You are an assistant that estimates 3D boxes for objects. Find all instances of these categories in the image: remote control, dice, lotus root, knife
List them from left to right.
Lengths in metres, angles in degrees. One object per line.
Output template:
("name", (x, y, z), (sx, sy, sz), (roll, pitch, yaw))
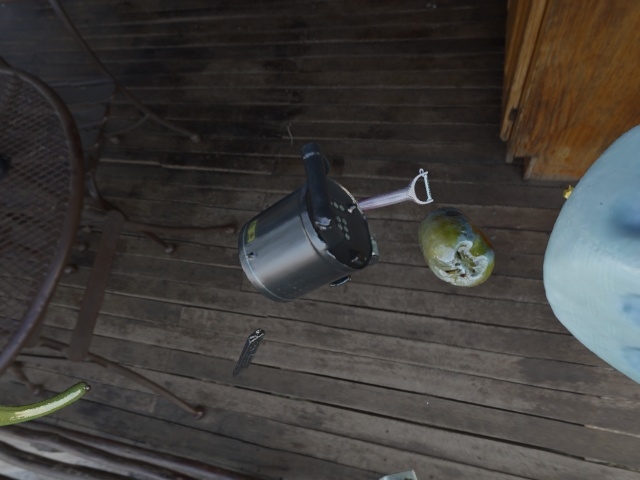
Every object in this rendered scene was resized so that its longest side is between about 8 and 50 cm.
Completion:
("remote control", (-0.216, 0.337, 1.271), (0.025, 0.245, 0.063), (43, 46, 15))
("knife", (0.248, -0.159, 1.487), (0.277, 0.053, 0.123), (-15, 98, 0))
("lotus root", (0.203, 0.002, 0.657), (0.113, 0.192, 0.088), (37, 111, -7))
("dice", (0.451, 0.025, 0.489), (0.268, 0.262, 0.264), (-45, 39, -8))

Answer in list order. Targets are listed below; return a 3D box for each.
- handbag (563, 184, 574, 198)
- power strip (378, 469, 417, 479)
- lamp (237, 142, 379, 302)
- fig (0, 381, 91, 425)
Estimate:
("handbag", (0.799, -0.132, 1.334), (0.083, 0.027, 0.061), (36, 38, 5))
("power strip", (0.190, 0.732, 1.247), (0.098, 0.338, 0.058), (-1, 52, -19))
("lamp", (-0.043, 0.003, 0.886), (0.272, 0.374, 0.205), (-19, 63, 17))
("fig", (-0.360, 0.155, 0.423), (0.149, 0.245, 0.149), (-19, 56, 31))
